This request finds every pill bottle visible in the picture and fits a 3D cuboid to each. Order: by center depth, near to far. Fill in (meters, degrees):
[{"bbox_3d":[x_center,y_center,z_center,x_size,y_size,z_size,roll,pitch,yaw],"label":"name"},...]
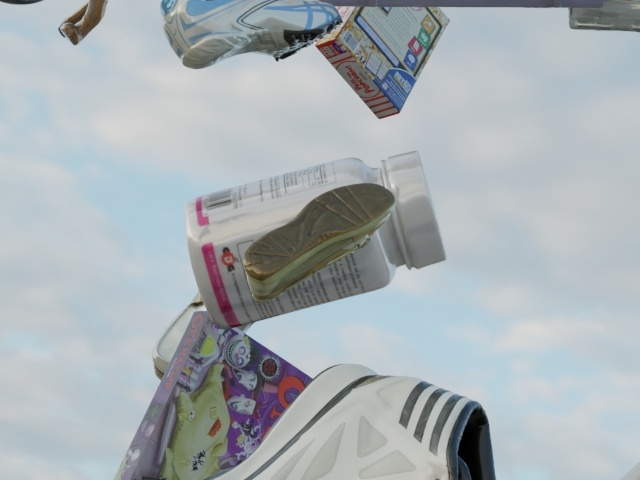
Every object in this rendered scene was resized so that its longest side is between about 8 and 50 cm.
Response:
[{"bbox_3d":[-0.004,-0.005,2.023,0.283,0.160,0.160,-15,-23,5],"label":"pill bottle"}]

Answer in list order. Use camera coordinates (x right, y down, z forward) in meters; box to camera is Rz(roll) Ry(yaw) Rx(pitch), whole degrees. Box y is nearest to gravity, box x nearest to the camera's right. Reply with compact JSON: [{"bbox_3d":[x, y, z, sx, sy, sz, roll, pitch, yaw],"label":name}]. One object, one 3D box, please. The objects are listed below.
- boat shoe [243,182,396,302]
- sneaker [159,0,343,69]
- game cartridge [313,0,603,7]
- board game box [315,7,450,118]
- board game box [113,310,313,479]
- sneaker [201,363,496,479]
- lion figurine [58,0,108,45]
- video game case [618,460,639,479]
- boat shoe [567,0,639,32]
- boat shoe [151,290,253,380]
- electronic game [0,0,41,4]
[{"bbox_3d":[0.001,0.001,1.533,0.056,0.153,0.048,41,-25,35],"label":"boat shoe"},{"bbox_3d":[-0.064,-0.225,1.743,0.085,0.086,0.237,-28,-9,39],"label":"sneaker"},{"bbox_3d":[0.169,-0.388,2.035,0.355,0.230,0.068,-2,19,-13],"label":"game cartridge"},{"bbox_3d":[0.089,-0.288,2.400,0.045,0.193,0.147,-13,-52,46],"label":"board game box"},{"bbox_3d":[-0.154,0.294,2.336,0.208,0.347,0.056,37,-23,-32],"label":"board game box"},{"bbox_3d":[0.006,0.290,1.664,0.257,0.447,0.169,0,-49,48],"label":"sneaker"},{"bbox_3d":[-0.306,-0.434,2.231,0.142,0.240,0.392,42,-13,21],"label":"lion figurine"},{"bbox_3d":[0.313,0.362,1.506,0.300,0.329,0.036,51,-10,-1],"label":"video game case"},{"bbox_3d":[0.418,-0.277,2.162,0.227,0.081,0.079,11,18,20],"label":"boat shoe"},{"bbox_3d":[-0.142,0.093,2.587,0.113,0.302,0.103,29,-38,23],"label":"boat shoe"},{"bbox_3d":[-0.301,-0.346,1.696,0.048,0.229,0.229,0,-23,30],"label":"electronic game"}]
